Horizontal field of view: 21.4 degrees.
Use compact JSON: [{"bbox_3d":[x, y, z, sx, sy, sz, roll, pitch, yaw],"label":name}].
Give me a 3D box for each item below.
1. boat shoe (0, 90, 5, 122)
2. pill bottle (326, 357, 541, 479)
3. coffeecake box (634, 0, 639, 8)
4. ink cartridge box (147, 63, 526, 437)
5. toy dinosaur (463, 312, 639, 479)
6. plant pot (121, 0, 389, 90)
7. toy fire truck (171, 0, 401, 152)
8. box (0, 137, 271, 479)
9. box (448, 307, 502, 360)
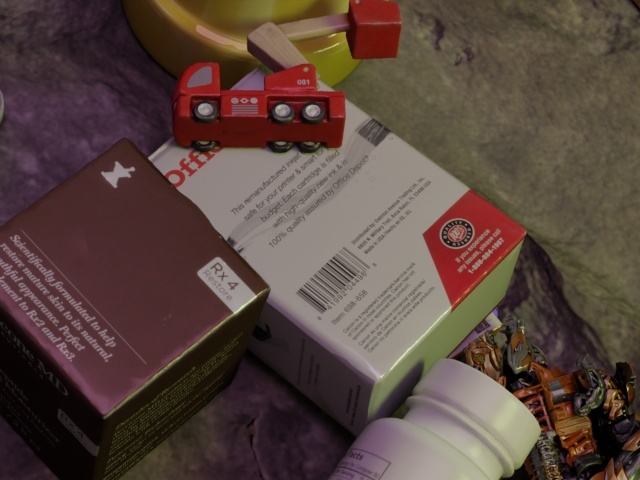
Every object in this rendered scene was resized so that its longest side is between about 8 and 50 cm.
[{"bbox_3d":[-0.413,-0.168,1.439,0.302,0.091,0.114,18,62,-3],"label":"boat shoe"},{"bbox_3d":[0.066,0.211,1.312,0.131,0.131,0.229,36,73,6],"label":"pill bottle"},{"bbox_3d":[0.335,-0.336,1.702,0.142,0.068,0.185,-28,73,-24],"label":"coffeecake box"},{"bbox_3d":[0.000,0.000,1.413,0.273,0.114,0.197,38,62,17],"label":"ink cartridge box"},{"bbox_3d":[0.262,0.186,1.407,0.218,0.164,0.322,-37,94,-11],"label":"toy dinosaur"},{"bbox_3d":[-0.042,-0.286,1.498,0.254,0.239,0.254,6,63,-11],"label":"plant pot"},{"bbox_3d":[-0.027,-0.139,1.405,0.192,0.047,0.135,0,56,-4],"label":"toy fire truck"},{"bbox_3d":[-0.167,0.066,1.313,0.167,0.203,0.168,-38,76,-25],"label":"box"},{"bbox_3d":[0.092,0.072,1.467,0.136,0.028,0.081,-32,73,-22],"label":"box"}]
